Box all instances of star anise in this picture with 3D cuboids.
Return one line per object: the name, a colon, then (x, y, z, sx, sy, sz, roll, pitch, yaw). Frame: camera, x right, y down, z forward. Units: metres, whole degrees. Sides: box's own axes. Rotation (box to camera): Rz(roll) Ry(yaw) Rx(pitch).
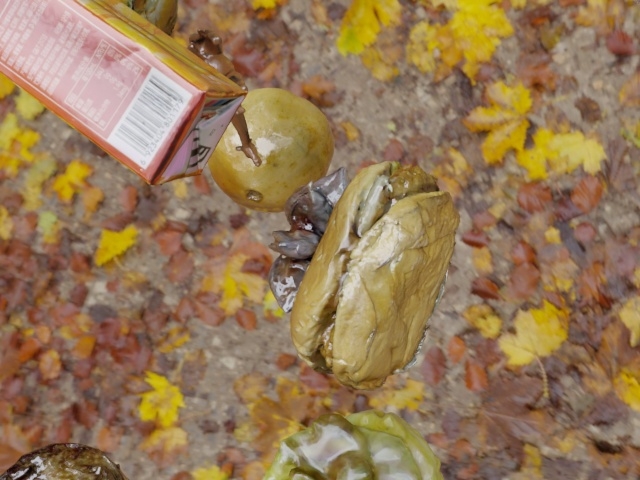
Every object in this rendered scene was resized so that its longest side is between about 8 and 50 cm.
star anise: (0.000, 0.000, 1.420, 0.093, 0.236, 0.229, 12, 84, 30)

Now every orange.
orange: (-0.238, -0.303, 1.216, 0.112, 0.160, 0.170, 2, 80, 7)

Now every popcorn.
popcorn: (0.042, 0.373, 1.382, 0.293, 0.237, 0.293, 1, 70, -2)

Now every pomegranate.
pomegranate: (-0.087, -0.152, 1.713, 0.233, 0.233, 0.233, -6, 73, 20)

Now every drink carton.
drink carton: (-0.162, -0.130, 0.634, 0.223, 0.096, 0.071, 36, 103, 5)

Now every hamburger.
hamburger: (0.070, 0.040, 1.236, 0.145, 0.259, 0.283, 28, 95, 26)

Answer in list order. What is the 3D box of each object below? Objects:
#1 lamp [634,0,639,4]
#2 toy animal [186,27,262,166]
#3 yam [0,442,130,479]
lamp: (0.304, -0.156, 0.726, 0.246, 0.179, 0.108, 35, 84, -10)
toy animal: (-0.131, -0.201, 1.438, 0.066, 0.230, 0.224, -34, 103, -9)
yam: (-0.163, 0.262, 0.765, 0.131, 0.279, 0.131, -7, 50, 8)
